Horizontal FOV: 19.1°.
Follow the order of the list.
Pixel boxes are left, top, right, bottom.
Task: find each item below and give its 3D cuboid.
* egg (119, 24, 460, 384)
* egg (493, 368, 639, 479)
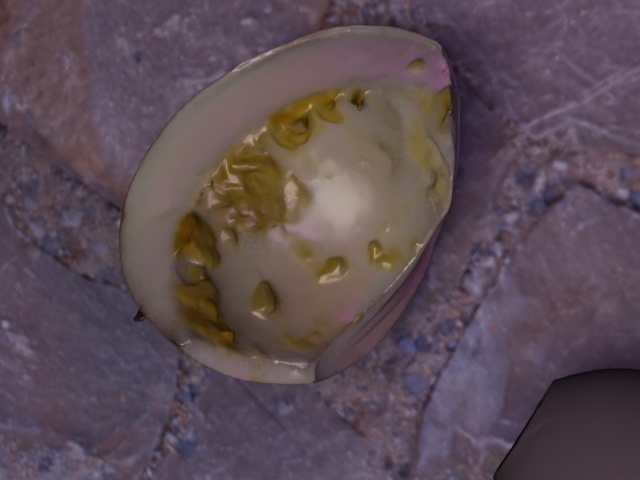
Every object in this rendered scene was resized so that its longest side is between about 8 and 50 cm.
[{"bbox_3d":[-0.006,-0.012,1.324,0.271,0.162,0.206,-46,45,-7],"label":"egg"},{"bbox_3d":[0.230,0.187,1.259,0.232,0.176,0.176,33,113,3],"label":"egg"}]
